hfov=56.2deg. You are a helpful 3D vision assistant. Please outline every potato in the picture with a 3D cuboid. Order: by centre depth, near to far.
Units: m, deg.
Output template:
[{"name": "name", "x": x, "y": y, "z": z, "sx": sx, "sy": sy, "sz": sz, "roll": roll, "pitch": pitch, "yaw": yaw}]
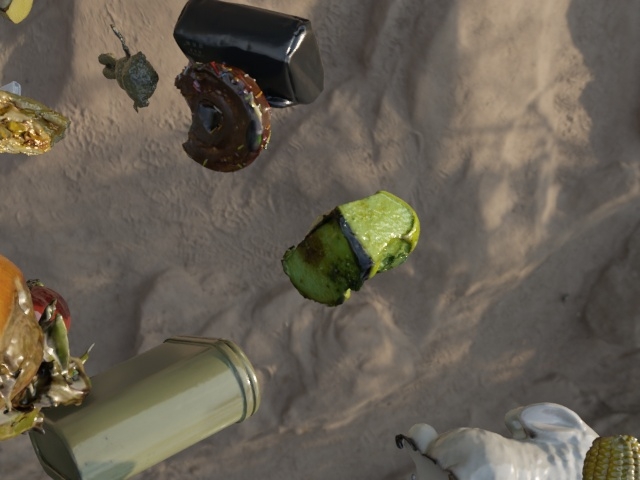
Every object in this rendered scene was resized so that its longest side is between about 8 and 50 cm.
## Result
[{"name": "potato", "x": -0.606, "y": -0.471, "z": 1.160, "sx": 0.067, "sy": 0.103, "sz": 0.096, "roll": 26, "pitch": 73, "yaw": -10}]

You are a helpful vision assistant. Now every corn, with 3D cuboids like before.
[{"name": "corn", "x": 0.317, "y": 0.330, "z": 0.652, "sx": 0.080, "sy": 0.080, "sz": 0.230, "roll": 20, "pitch": 69, "yaw": -35}]

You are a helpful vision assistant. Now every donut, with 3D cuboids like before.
[{"name": "donut", "x": -0.195, "y": -0.258, "z": 1.238, "sx": 0.096, "sy": 0.216, "sz": 0.230, "roll": -42, "pitch": 128, "yaw": -52}]

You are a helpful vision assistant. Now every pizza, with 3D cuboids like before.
[{"name": "pizza", "x": -0.580, "y": -0.221, "z": 1.134, "sx": 0.182, "sy": 0.161, "sz": 0.062, "roll": 29, "pitch": 132, "yaw": -26}]

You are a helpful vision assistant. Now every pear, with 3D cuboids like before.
[{"name": "pear", "x": 0.082, "y": 0.017, "z": 1.270, "sx": 0.256, "sy": 0.163, "sz": 0.238, "roll": -25, "pitch": 167, "yaw": -44}]

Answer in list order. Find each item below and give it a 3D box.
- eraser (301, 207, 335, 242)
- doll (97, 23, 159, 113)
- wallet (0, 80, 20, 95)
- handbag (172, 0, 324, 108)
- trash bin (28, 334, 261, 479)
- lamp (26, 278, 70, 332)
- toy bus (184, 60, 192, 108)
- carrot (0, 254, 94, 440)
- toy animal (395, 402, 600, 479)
[{"name": "eraser", "x": 0.000, "y": 0.000, "z": 1.515, "sx": 0.058, "sy": 0.117, "sz": 0.172, "roll": 42, "pitch": 56, "yaw": -17}, {"name": "doll", "x": -0.480, "y": -0.407, "z": 1.490, "sx": 0.091, "sy": 0.286, "sz": 0.202, "roll": -10, "pitch": 91, "yaw": -33}, {"name": "wallet", "x": -0.755, "y": -0.326, "z": 1.407, "sx": 0.122, "sy": 0.061, "sz": 0.025, "roll": -15, "pitch": 167, "yaw": 22}, {"name": "handbag", "x": -0.156, "y": -0.393, "z": 1.365, "sx": 0.275, "sy": 0.302, "sz": 0.177, "roll": 69, "pitch": 41, "yaw": -66}, {"name": "trash bin", "x": -0.245, "y": 0.227, "z": 0.817, "sx": 0.248, "sy": 0.243, "sz": 0.121, "roll": -20, "pitch": 98, "yaw": -37}, {"name": "lamp", "x": -0.615, "y": 0.183, "z": 1.195, "sx": 0.227, "sy": 0.227, "sz": 0.226, "roll": -13, "pitch": 127, "yaw": -17}, {"name": "toy bus", "x": -0.259, "y": -0.420, "z": 1.626, "sx": 0.203, "sy": 0.141, "sz": 0.142, "roll": -4, "pitch": 142, "yaw": 12}, {"name": "carrot", "x": -0.325, "y": 0.080, "z": 0.426, "sx": 0.331, "sy": 0.193, "sz": 0.214, "roll": 19, "pitch": 69, "yaw": -30}, {"name": "toy animal", "x": 0.341, "y": 0.394, "z": 1.045, "sx": 0.358, "sy": 0.257, "sz": 0.193, "roll": -12, "pitch": 151, "yaw": -22}]
